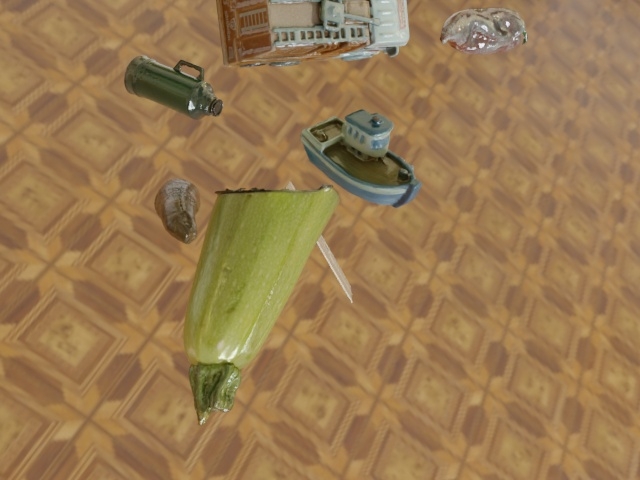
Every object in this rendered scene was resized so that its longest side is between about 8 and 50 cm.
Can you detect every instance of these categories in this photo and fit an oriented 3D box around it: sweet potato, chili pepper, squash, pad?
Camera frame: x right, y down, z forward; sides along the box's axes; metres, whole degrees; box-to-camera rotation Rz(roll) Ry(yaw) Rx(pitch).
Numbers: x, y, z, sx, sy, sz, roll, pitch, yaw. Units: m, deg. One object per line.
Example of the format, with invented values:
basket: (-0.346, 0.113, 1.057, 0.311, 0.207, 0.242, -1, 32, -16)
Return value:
sweet potato: (-0.221, -0.051, 1.612, 0.075, 0.075, 0.273, 29, 5, -13)
chili pepper: (0.178, -0.231, 1.146, 0.153, 0.041, 0.050, -12, 89, -37)
squash: (-0.099, 0.051, 1.121, 0.137, 0.137, 0.288, 29, 79, -13)
pad: (0.000, 0.000, 1.825, 0.232, 0.004, 0.156, 60, 4, -6)

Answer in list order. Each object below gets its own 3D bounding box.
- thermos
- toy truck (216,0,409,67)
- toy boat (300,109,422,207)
thermos: (-0.249, -0.265, 1.821, 0.187, 0.073, 0.083, 25, 66, 26)
toy truck: (0.002, -0.348, 1.622, 0.305, 0.162, 0.136, -11, 99, -35)
toy boat: (0.060, -0.125, 1.456, 0.088, 0.102, 0.215, -28, 52, -32)
